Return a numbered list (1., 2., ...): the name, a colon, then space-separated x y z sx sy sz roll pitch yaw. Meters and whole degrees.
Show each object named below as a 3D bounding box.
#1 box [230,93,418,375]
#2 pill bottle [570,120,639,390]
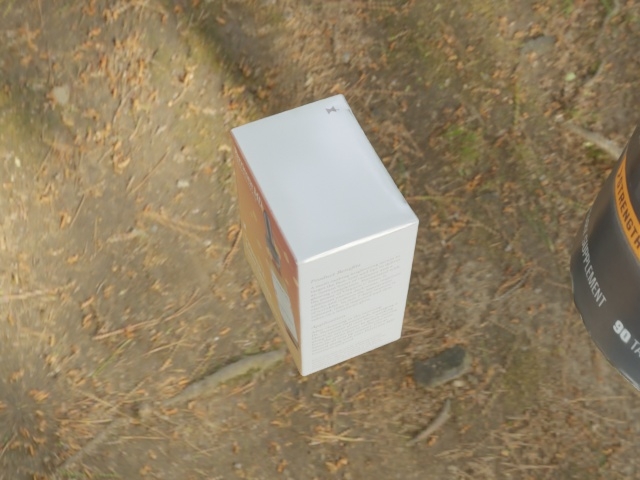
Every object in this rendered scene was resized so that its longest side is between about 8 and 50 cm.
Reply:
1. box: 0.000 0.000 0.692 0.091 0.170 0.130 -20 58 -13
2. pill bottle: 0.183 -0.043 0.299 0.130 0.246 0.131 4 54 -5
